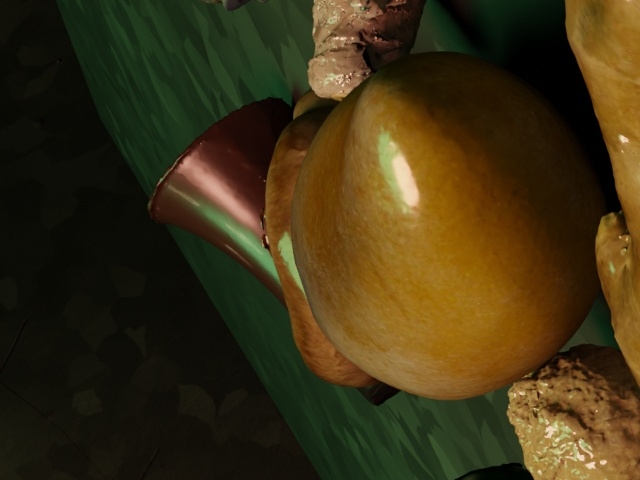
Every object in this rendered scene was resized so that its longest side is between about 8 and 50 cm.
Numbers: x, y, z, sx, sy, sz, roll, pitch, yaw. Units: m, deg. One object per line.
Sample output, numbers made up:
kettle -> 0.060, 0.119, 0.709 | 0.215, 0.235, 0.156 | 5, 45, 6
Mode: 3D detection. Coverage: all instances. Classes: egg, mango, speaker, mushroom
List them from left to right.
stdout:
speaker -> 0.006, -0.012, 1.792 | 0.329, 0.198, 0.259 | 43, 123, 20
mushroom -> 0.027, -0.011, 1.397 | 0.278, 0.146, 0.278 | -3, -90, -73
mango -> 0.080, -0.014, 1.099 | 0.384, 0.199, 0.221 | 80, 168, -70
egg -> 0.192, 0.128, 1.167 | 0.118, 0.116, 0.140 | 42, 175, -23

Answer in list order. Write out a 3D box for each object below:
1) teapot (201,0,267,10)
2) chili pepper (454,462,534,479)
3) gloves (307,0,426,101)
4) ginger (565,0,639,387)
teapot -> -0.099, -0.266, 1.620 | 0.108, 0.111, 0.149 | 47, 162, 8
chili pepper -> 0.183, 0.284, 1.219 | 0.233, 0.249, 0.257 | 65, 173, -14
gloves -> 0.034, -0.167, 1.190 | 0.094, 0.110, 0.144 | 177, 78, -72
ginger -> 0.192, -0.014, 0.796 | 0.363, 0.122, 0.348 | 53, 162, -5
